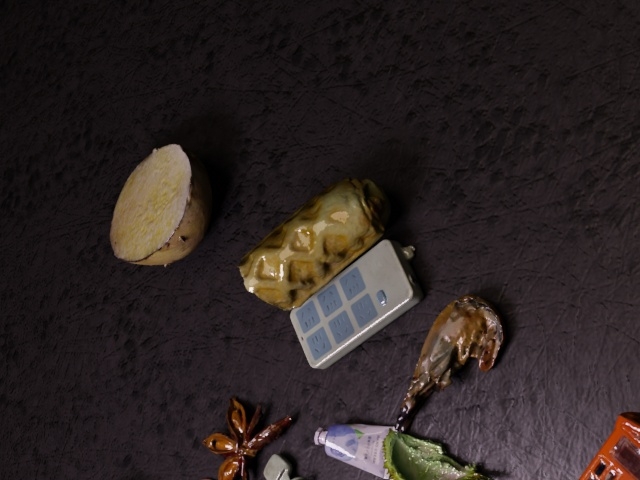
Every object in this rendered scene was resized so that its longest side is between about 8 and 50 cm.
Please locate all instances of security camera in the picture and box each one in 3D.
[{"bbox_3d":[-0.060,0.403,2.069,0.058,0.058,0.092,-61,38,13],"label":"security camera"}]

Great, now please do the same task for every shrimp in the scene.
[{"bbox_3d":[0.192,0.206,1.875,0.117,0.066,0.262,36,108,39],"label":"shrimp"}]

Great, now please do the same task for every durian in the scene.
[{"bbox_3d":[0.168,0.360,1.859,0.215,0.086,0.100,21,81,41],"label":"durian"}]

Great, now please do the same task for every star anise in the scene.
[{"bbox_3d":[-0.146,0.352,2.144,0.157,0.053,0.212,43,110,38],"label":"star anise"}]

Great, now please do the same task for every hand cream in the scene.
[{"bbox_3d":[0.056,0.334,1.981,0.142,0.053,0.084,8,86,32],"label":"hand cream"}]

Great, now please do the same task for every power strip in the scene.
[{"bbox_3d":[0.061,0.108,2.022,0.270,0.046,0.118,-38,58,28],"label":"power strip"}]

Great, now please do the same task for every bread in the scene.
[{"bbox_3d":[0.000,0.000,2.012,0.267,0.152,0.130,-39,90,14],"label":"bread"}]

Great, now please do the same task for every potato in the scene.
[{"bbox_3d":[-0.286,-0.061,2.315,0.299,0.116,0.239,-14,65,50],"label":"potato"}]

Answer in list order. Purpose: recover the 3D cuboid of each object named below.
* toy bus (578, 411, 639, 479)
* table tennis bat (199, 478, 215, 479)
[{"bbox_3d":[0.422,0.339,1.596,0.153,0.143,0.329,44,111,37],"label":"toy bus"},{"bbox_3d":[-0.234,0.549,2.205,0.138,0.022,0.247,42,107,39],"label":"table tennis bat"}]
